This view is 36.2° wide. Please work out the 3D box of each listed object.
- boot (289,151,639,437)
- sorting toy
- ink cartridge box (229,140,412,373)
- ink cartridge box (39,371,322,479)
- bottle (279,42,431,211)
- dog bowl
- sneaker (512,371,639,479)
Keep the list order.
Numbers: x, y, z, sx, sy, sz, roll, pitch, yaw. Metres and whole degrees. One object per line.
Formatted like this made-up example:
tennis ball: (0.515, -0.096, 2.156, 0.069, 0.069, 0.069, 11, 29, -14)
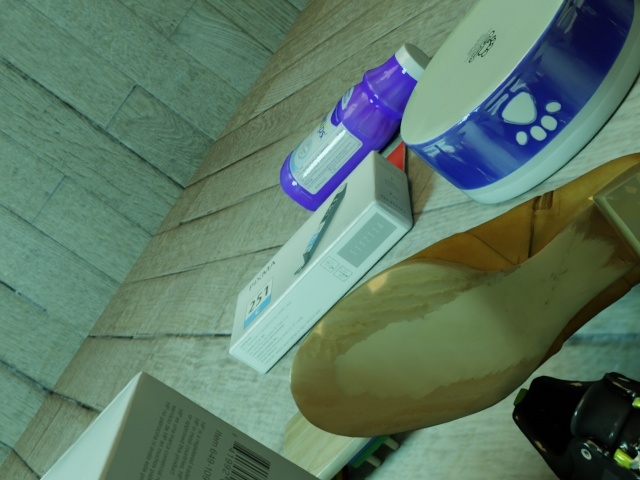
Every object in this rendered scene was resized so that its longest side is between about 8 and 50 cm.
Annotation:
boot: (0.129, 0.036, 0.684, 0.295, 0.104, 0.211, -30, -5, 9)
sorting toy: (0.029, 0.173, 0.911, 0.274, 0.046, 0.132, -49, 17, 19)
ink cartridge box: (0.000, 0.000, 1.313, 0.296, 0.066, 0.261, -46, 19, 24)
ink cartridge box: (-0.070, 0.263, 0.602, 0.197, 0.270, 0.198, -46, 18, 31)
bottle: (0.055, -0.168, 1.447, 0.283, 0.092, 0.118, -45, 17, 28)
dog bowl: (0.205, -0.172, 1.015, 0.265, 0.104, 0.265, -48, 17, 20)
sneaker: (0.174, 0.121, 0.517, 0.084, 0.097, 0.235, -58, 16, -12)
